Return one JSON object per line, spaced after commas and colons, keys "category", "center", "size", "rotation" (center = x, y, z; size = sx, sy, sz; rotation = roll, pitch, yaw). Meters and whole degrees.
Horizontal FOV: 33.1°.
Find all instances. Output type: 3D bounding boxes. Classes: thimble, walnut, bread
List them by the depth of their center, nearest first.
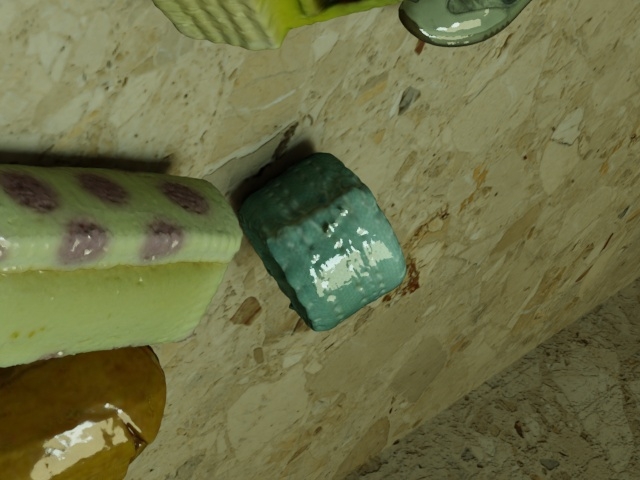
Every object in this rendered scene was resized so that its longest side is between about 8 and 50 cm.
{"category": "bread", "center": [-0.242, 0.018, 1.036], "size": [0.338, 0.155, 0.187], "rotation": [-1, 125, -53]}
{"category": "walnut", "center": [-0.324, 0.203, 1.176], "size": [0.336, 0.209, 0.209], "rotation": [-23, 151, -21]}
{"category": "thimble", "center": [0.000, 0.000, 1.311], "size": [0.143, 0.198, 0.235], "rotation": [-33, 173, -9]}

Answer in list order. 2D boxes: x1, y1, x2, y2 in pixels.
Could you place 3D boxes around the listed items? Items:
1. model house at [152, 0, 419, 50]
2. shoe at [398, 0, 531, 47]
{"category": "model house", "center": [-0.060, -0.266, 0.855], "size": [0.234, 0.174, 0.193], "rotation": [-14, 160, 10]}
{"category": "shoe", "center": [0.201, -0.320, 1.214], "size": [0.275, 0.103, 0.098], "rotation": [-41, 156, -17]}
